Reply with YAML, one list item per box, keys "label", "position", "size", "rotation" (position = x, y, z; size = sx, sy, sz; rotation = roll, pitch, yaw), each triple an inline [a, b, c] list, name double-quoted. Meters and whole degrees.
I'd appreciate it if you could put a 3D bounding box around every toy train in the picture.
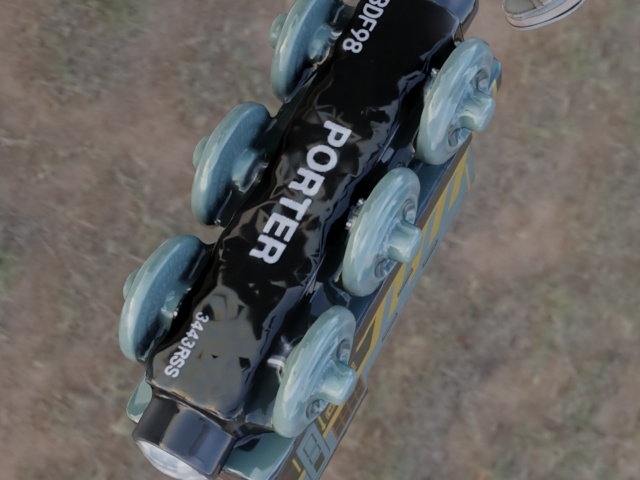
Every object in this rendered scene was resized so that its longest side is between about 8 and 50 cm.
- label: "toy train"
  position: [0.000, 0.000, 0.960]
  size: [0.334, 0.142, 0.190]
  rotation: [-62, 163, -17]

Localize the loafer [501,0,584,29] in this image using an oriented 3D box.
- label: "loafer"
  position: [0.175, -0.189, 1.116]
  size: [0.125, 0.045, 0.039]
  rotation: [-28, 147, 14]
